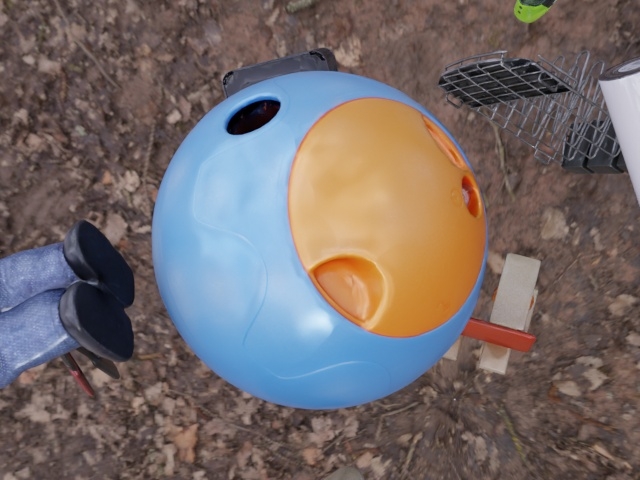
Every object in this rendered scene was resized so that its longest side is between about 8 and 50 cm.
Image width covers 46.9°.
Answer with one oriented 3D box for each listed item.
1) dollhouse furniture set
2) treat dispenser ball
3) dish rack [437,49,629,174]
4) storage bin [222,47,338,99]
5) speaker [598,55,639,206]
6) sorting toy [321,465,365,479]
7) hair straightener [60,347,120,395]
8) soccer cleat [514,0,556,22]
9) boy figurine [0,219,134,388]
[{"bbox_3d":[0.163,0.106,1.016,0.258,0.262,0.135,15,71,14],"label":"dollhouse furniture set"},{"bbox_3d":[0.000,0.000,0.643,0.287,0.288,0.289,-2,78,10],"label":"treat dispenser ball"},{"bbox_3d":[0.277,-0.153,0.844,0.271,0.208,0.074,25,83,-22],"label":"dish rack"},{"bbox_3d":[-0.058,-0.242,1.230,0.180,0.084,0.122,-10,105,16],"label":"storage bin"},{"bbox_3d":[0.262,-0.072,0.570,0.055,0.055,0.136,-23,105,5],"label":"speaker"},{"bbox_3d":[-0.103,0.334,0.678,0.041,0.307,0.229,51,128,1],"label":"sorting toy"},{"bbox_3d":[-0.287,0.124,0.923,0.089,0.230,0.047,-32,63,-18],"label":"hair straightener"},{"bbox_3d":[0.375,-0.419,1.158,0.060,0.072,0.179,42,94,14],"label":"soccer cleat"},{"bbox_3d":[-0.284,0.085,0.544,0.285,0.092,0.177,-21,52,8],"label":"boy figurine"}]
